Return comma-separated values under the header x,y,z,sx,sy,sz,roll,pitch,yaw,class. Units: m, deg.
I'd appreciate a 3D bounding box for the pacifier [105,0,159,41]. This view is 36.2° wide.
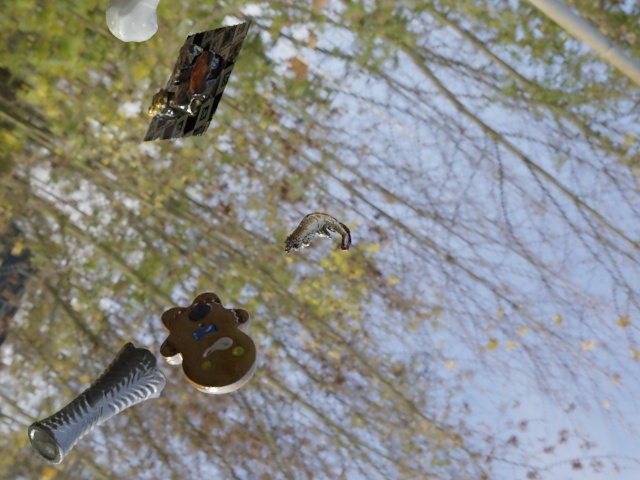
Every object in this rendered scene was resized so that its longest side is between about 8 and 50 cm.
x,y,z,sx,sy,sz,roll,pitch,yaw,class
-0.273,-0.486,1.699,0.332,0.220,0.273,45,-36,45,pacifier

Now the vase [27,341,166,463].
x,y,z,sx,sy,sz,roll,pitch,yaw,class
-0.383,0.279,1.668,0.115,0.115,0.237,-38,179,43,vase

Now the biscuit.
x,y,z,sx,sy,sz,roll,pitch,yaw,class
-0.203,0.187,1.805,0.179,0.039,0.236,-26,-132,-16,biscuit

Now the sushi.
x,y,z,sx,sy,sz,roll,pitch,yaw,class
-0.207,-0.242,1.469,0.279,0.043,0.193,13,-100,62,sushi

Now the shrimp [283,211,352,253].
x,y,z,sx,sy,sz,roll,pitch,yaw,class
-0.001,0.001,2.042,0.178,0.124,0.034,-49,164,-53,shrimp
